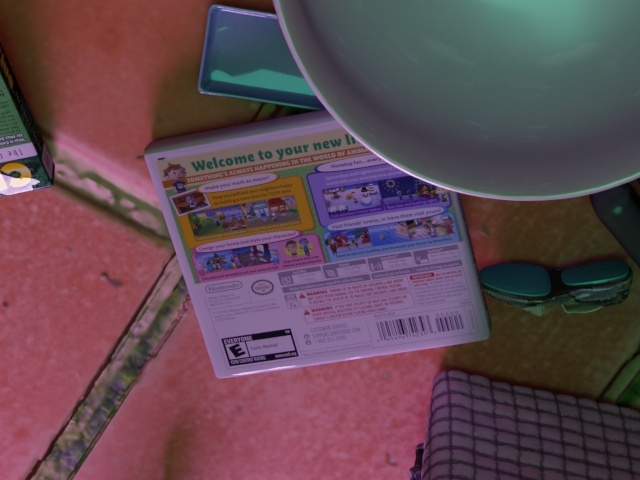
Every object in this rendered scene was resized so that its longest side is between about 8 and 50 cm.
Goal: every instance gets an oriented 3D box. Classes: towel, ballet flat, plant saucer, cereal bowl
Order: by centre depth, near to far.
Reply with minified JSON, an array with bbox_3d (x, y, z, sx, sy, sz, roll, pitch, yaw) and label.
[{"bbox_3d":[0.131,-0.204,1.153,0.339,0.141,0.339,-1,114,-1],"label":"cereal bowl"},{"bbox_3d":[0.013,-0.121,1.266,0.192,0.018,0.067,8,115,-4],"label":"plant saucer"},{"bbox_3d":[0.198,0.230,1.312,0.284,0.235,0.121,12,121,-4],"label":"towel"},{"bbox_3d":[0.171,0.038,1.328,0.114,0.041,0.041,-3,115,4],"label":"ballet flat"}]

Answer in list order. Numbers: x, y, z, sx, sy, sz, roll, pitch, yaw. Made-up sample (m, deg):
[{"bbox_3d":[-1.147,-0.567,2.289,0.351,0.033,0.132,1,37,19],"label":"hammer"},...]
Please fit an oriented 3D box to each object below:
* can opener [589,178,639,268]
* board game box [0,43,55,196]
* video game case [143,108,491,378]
[{"bbox_3d":[0.300,0.057,1.300,0.076,0.095,0.283,-36,116,15],"label":"can opener"},{"bbox_3d":[-0.331,-0.066,1.270,0.260,0.030,0.136,-11,132,6],"label":"board game box"},{"bbox_3d":[0.000,0.000,1.306,0.212,0.023,0.193,-9,115,15],"label":"video game case"}]
